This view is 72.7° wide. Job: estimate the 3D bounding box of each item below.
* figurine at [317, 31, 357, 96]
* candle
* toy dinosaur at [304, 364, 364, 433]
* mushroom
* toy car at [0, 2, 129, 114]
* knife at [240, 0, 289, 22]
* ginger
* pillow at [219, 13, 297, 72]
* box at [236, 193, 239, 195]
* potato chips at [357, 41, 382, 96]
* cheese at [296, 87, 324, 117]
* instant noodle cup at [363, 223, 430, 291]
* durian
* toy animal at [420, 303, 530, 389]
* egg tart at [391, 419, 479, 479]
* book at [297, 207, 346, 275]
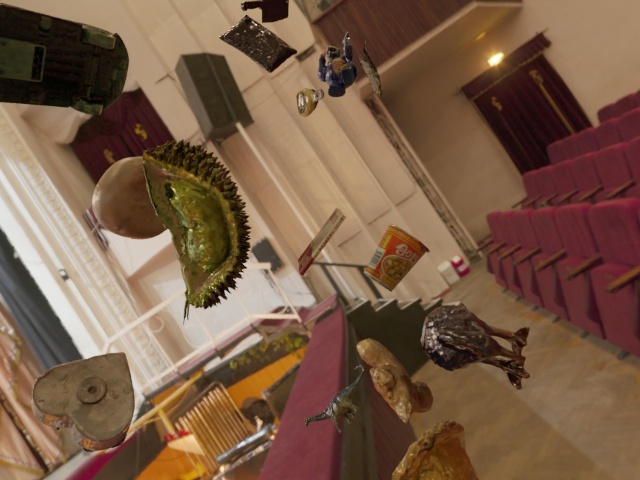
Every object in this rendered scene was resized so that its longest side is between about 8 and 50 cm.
[{"bbox_3d":[0.072,-0.664,1.683,0.164,0.262,0.120,-20,-34,34],"label":"figurine"},{"bbox_3d":[-0.436,0.296,0.841,0.068,0.192,0.169,-54,6,43],"label":"candle"},{"bbox_3d":[0.091,0.700,1.839,0.363,0.147,0.076,-48,-23,6],"label":"toy dinosaur"},{"bbox_3d":[-0.646,-0.161,1.496,0.292,0.290,0.293,-26,-50,-37],"label":"mushroom"},{"bbox_3d":[-0.443,-0.281,0.652,0.306,0.125,0.136,-27,-36,-61],"label":"toy car"},{"bbox_3d":[-0.177,-0.763,1.445,0.245,0.019,0.072,-37,-39,-46],"label":"knife"},{"bbox_3d":[0.127,0.249,0.813,0.133,0.214,0.059,21,-75,-43],"label":"ginger"},{"bbox_3d":[-0.192,-0.612,1.356,0.141,0.208,0.055,-49,-7,-24],"label":"pillow"},{"bbox_3d":[-0.345,-0.077,1.456,0.079,0.135,0.269,1,-4,-28],"label":"box"},{"bbox_3d":[0.186,-0.647,1.639,0.029,0.202,0.220,-24,-6,6],"label":"potato chips"},{"bbox_3d":[-0.029,-0.436,1.348,0.036,0.086,0.162,-9,8,-26],"label":"cheese"},{"bbox_3d":[0.277,0.076,1.649,0.212,0.193,0.193,-55,-1,-3],"label":"instant noodle cup"},{"bbox_3d":[-0.220,-0.028,0.830,0.169,0.352,0.158,-13,31,-12],"label":"durian"},{"bbox_3d":[0.268,0.180,0.787,0.185,0.122,0.298,11,0,-4],"label":"toy animal"},{"bbox_3d":[0.221,0.492,0.852,0.288,0.288,0.118,-33,37,-28],"label":"egg tart"},{"bbox_3d":[0.000,0.000,1.421,0.232,0.022,0.162,-53,12,7],"label":"book"}]
